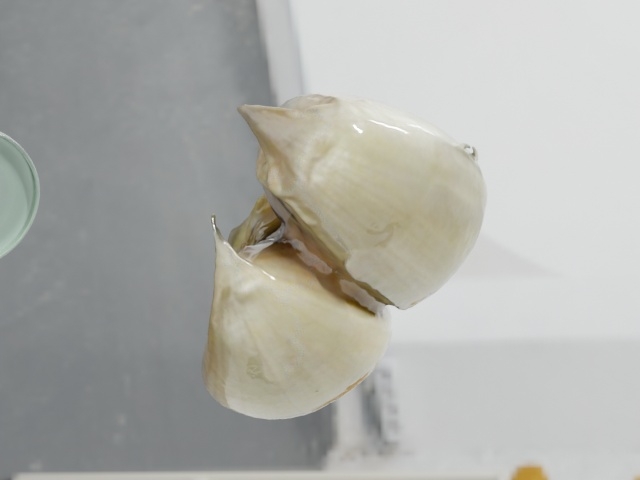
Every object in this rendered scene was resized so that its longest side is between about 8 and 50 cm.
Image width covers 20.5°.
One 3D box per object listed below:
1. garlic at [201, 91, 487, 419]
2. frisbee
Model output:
[{"bbox_3d":[0.000,0.000,1.465,0.249,0.286,0.313,60,-4,-3],"label":"garlic"},{"bbox_3d":[-0.255,-0.030,1.265,0.014,0.110,0.110,38,-31,55],"label":"frisbee"}]
